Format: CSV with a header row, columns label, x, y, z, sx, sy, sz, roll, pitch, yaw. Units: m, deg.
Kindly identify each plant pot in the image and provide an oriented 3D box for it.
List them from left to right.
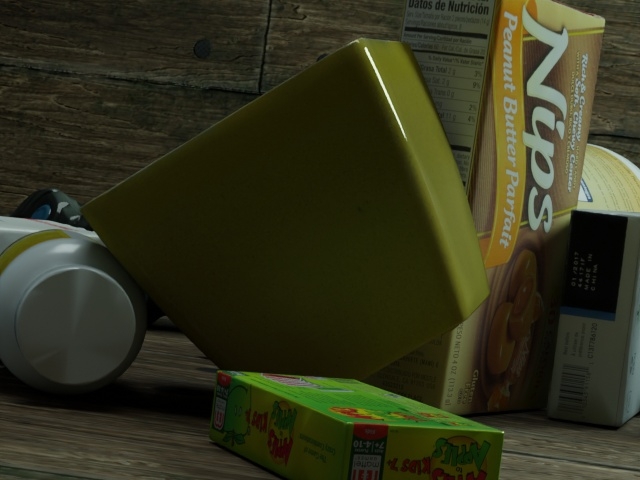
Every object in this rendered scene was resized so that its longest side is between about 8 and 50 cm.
label,x,y,z,sx,sy,sz,roll,pitch,yaw
plant pot,0.000,0.000,1.238,0.212,0.187,0.212,-30,-1,12

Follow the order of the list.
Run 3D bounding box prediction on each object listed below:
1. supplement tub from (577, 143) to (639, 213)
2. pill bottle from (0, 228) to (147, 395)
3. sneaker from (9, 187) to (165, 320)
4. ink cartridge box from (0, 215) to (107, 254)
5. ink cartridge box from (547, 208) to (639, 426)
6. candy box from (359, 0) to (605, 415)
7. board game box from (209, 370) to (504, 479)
label,x,y,z,sx,sy,sz,roll,pitch,yaw
supplement tub,0.210,0.009,1.852,0.228,0.228,0.316,9,3,41
pill bottle,-0.170,0.048,1.227,0.103,0.103,0.184,7,2,-12
sneaker,-0.217,0.032,1.833,0.139,0.125,0.341,39,-21,-34
ink cartridge box,-0.295,0.028,1.376,0.237,0.100,0.172,5,3,-25
ink cartridge box,0.253,0.057,1.541,0.065,0.165,0.333,6,1,18
candy box,0.122,-0.030,1.400,0.087,0.316,0.183,9,2,32
board game box,0.015,0.108,1.015,0.092,0.043,0.181,6,2,-24
